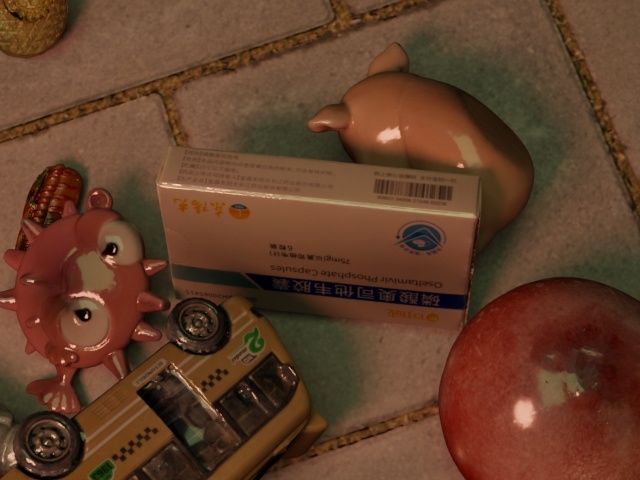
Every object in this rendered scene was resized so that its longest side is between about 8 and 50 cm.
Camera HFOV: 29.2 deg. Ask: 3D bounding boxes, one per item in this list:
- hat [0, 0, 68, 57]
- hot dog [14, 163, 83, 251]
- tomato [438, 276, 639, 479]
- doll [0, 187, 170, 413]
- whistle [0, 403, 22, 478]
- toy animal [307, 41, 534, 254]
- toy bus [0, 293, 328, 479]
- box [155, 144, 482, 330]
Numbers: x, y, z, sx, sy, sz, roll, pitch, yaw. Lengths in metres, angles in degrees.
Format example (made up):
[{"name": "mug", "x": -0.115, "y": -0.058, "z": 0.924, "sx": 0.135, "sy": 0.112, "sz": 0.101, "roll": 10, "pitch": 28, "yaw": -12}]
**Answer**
[{"name": "hat", "x": -0.370, "y": -0.310, "z": 1.564, "sx": 0.146, "sy": 0.067, "sz": 0.146, "roll": 8, "pitch": 114, "yaw": 18}, {"name": "hot dog", "x": -0.332, "y": -0.026, "z": 1.481, "sx": 0.062, "sy": 0.038, "sz": 0.144, "roll": 16, "pitch": 75, "yaw": 8}, {"name": "tomato", "x": 0.257, "y": 0.166, "z": 1.285, "sx": 0.270, "sy": 0.227, "sz": 0.270, "roll": -1, "pitch": 70, "yaw": 2}, {"name": "doll", "x": -0.277, "y": 0.069, "z": 1.417, "sx": 0.211, "sy": 0.093, "sz": 0.261, "roll": 18, "pitch": 88, "yaw": 9}, {"name": "whistle", "x": -0.354, "y": 0.237, "z": 1.360, "sx": 0.346, "sy": 0.142, "sz": 0.133, "roll": 12, "pitch": 83, "yaw": -4}, {"name": "toy animal", "x": 0.127, "y": -0.105, "z": 1.412, "sx": 0.250, "sy": 0.154, "sz": 0.166, "roll": 32, "pitch": 35, "yaw": 13}, {"name": "toy bus", "x": -0.173, "y": 0.226, "z": 1.260, "sx": 0.202, "sy": 0.177, "sz": 0.365, "roll": 45, "pitch": 55, "yaw": 9}, {"name": "box", "x": 0.000, "y": 0.000, "z": 1.367, "sx": 0.344, "sy": 0.200, "sz": 0.065, "roll": 6, "pitch": 49, "yaw": 6}]
